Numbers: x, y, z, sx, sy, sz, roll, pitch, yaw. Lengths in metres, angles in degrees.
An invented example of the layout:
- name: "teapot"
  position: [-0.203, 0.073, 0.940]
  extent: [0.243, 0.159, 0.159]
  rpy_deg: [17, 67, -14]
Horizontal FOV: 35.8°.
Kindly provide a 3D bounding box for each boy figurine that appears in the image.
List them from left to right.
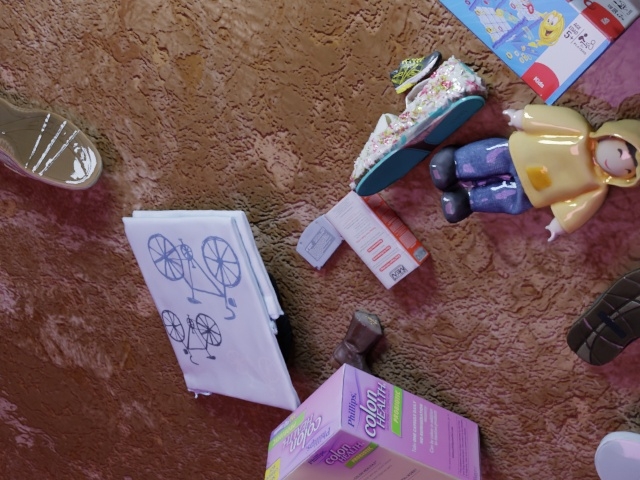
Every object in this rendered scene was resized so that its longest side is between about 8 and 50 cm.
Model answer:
- name: "boy figurine"
  position: [0.284, -0.082, 1.214]
  extent: [0.285, 0.092, 0.177]
  rpy_deg: [-6, 108, 37]

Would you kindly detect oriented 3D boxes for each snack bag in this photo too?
- name: "snack bag"
  position: [-0.167, 0.110, 1.571]
  extent: [0.323, 0.037, 0.342]
  rpy_deg: [0, 114, 49]

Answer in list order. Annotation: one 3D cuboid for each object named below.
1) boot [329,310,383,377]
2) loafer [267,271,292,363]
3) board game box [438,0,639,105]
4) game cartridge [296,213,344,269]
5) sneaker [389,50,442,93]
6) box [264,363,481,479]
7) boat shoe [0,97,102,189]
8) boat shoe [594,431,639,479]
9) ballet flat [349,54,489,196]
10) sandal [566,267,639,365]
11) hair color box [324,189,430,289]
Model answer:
- name: "boot"
  position: [0.075, 0.171, 1.506]
  extent: [0.106, 0.037, 0.114]
  rpy_deg: [35, 122, 9]
- name: "loafer"
  position: [-0.090, 0.124, 1.572]
  extent: [0.061, 0.062, 0.170]
  rpy_deg: [9, 115, 49]
- name: "board game box"
  position: [0.195, -0.310, 1.013]
  extent: [0.302, 0.308, 0.086]
  rpy_deg: [44, 127, 4]
- name: "game cartridge"
  position: [0.000, 0.000, 1.475]
  extent: [0.056, 0.017, 0.083]
  rpy_deg: [41, 128, 3]
- name: "sneaker"
  position: [0.120, -0.222, 1.278]
  extent: [0.083, 0.031, 0.035]
  rpy_deg: [-36, 92, 38]
- name: "box"
  position: [0.076, 0.323, 1.467]
  extent: [0.243, 0.117, 0.213]
  rpy_deg: [26, 131, -19]
- name: "boat shoe"
  position: [-0.476, -0.155, 1.641]
  extent: [0.302, 0.109, 0.098]
  rpy_deg: [23, 163, 19]
- name: "boat shoe"
  position: [0.504, 0.322, 1.278]
  extent: [0.306, 0.105, 0.113]
  rpy_deg: [22, 119, 13]
- name: "ballet flat"
  position: [0.121, -0.149, 1.297]
  extent: [0.241, 0.091, 0.077]
  rpy_deg: [-39, 61, 34]
- name: "sandal"
  position: [0.398, 0.091, 1.258]
  extent: [0.090, 0.060, 0.219]
  rpy_deg: [46, 143, 10]
- name: "hair color box"
  position: [0.080, -0.008, 1.404]
  extent: [0.141, 0.043, 0.072]
  rpy_deg: [50, 128, 1]
